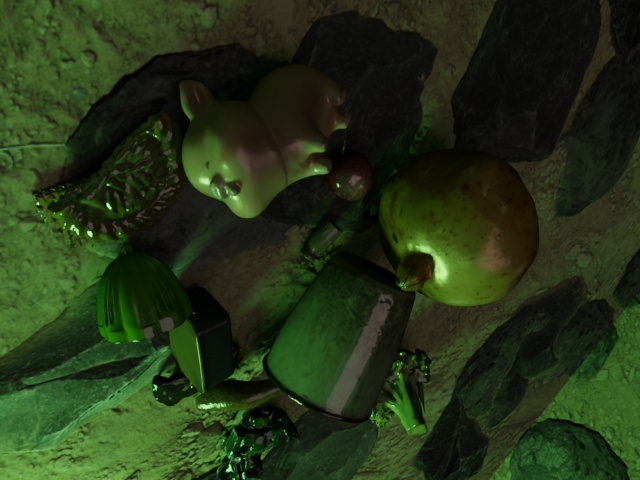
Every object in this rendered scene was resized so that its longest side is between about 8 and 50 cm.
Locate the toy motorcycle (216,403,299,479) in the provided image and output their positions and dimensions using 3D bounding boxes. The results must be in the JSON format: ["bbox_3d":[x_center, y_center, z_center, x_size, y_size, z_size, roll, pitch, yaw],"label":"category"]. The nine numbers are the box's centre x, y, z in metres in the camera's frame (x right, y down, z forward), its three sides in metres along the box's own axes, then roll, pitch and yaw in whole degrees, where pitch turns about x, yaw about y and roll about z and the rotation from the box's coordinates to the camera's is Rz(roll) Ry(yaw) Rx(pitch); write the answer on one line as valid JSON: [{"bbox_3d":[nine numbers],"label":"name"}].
[{"bbox_3d":[-0.161,0.536,1.857,0.187,0.125,0.274,12,114,-34],"label":"toy motorcycle"}]

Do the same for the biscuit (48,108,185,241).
[{"bbox_3d":[-0.334,-0.093,1.280,0.273,0.036,0.187,-48,143,-7],"label":"biscuit"}]

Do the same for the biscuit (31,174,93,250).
[{"bbox_3d":[-0.404,-0.057,1.285,0.203,0.016,0.144,-23,132,-27],"label":"biscuit"}]

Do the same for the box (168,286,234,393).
[{"bbox_3d":[-0.254,0.209,1.514,0.090,0.144,0.201,-23,131,-30],"label":"box"}]

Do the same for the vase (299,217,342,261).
[{"bbox_3d":[0.000,0.000,1.634,0.100,0.053,0.053,-49,138,7],"label":"vase"}]

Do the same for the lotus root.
[{"bbox_3d":[-0.349,0.085,1.350,0.186,0.186,0.186,-21,132,-26],"label":"lotus root"}]

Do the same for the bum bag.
[{"bbox_3d":[-0.275,0.308,1.631,0.233,0.060,0.106,-22,141,-23],"label":"bum bag"}]

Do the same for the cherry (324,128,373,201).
[{"bbox_3d":[0.046,-0.173,1.523,0.107,0.090,0.225,-28,127,1],"label":"cherry"}]

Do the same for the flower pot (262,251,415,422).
[{"bbox_3d":[0.058,0.216,1.676,0.294,0.294,0.330,15,106,-44],"label":"flower pot"}]

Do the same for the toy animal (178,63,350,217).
[{"bbox_3d":[-0.103,-0.194,1.292,0.237,0.269,0.326,76,33,-45],"label":"toy animal"}]

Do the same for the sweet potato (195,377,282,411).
[{"bbox_3d":[-0.182,0.361,1.678,0.244,0.077,0.077,-10,133,5],"label":"sweet potato"}]

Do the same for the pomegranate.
[{"bbox_3d":[0.300,-0.014,1.624,0.410,0.410,0.410,-21,132,-26],"label":"pomegranate"}]

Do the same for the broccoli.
[{"bbox_3d":[0.225,0.431,1.995,0.263,0.243,0.247,24,116,-41],"label":"broccoli"}]
